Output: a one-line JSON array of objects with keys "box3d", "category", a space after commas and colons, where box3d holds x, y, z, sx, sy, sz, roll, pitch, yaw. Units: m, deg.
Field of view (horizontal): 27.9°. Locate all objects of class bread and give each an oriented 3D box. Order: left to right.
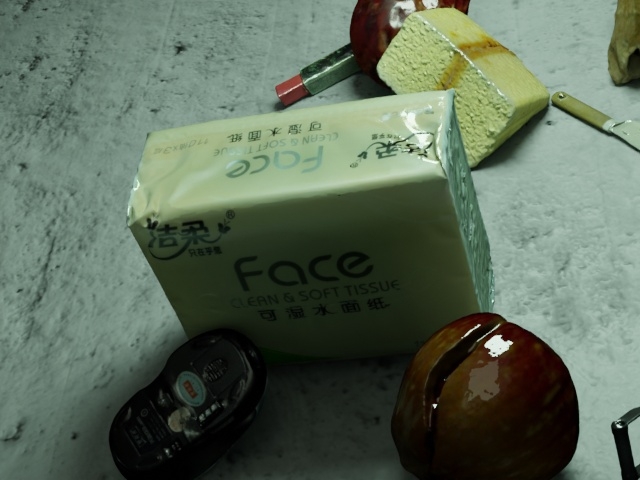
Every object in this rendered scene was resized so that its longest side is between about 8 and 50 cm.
[{"box3d": [0.232, -0.244, 2.011, 0.240, 0.135, 0.178, 47, 34, 17], "category": "bread"}]

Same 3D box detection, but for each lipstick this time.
[{"box3d": [0.056, -0.318, 2.238, 0.312, 0.051, 0.051, -30, 41, -11], "category": "lipstick"}]

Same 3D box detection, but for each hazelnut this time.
[{"box3d": [0.184, 0.198, 1.443, 0.218, 0.234, 0.218, 0, 79, -3], "category": "hazelnut"}]

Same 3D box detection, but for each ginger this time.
[{"box3d": [0.509, -0.372, 1.980, 0.130, 0.276, 0.221, 3, 21, -36], "category": "ginger"}]

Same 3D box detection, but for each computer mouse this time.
[{"box3d": [-0.159, 0.216, 1.629, 0.233, 0.096, 0.137, -39, 50, 5], "category": "computer mouse"}]

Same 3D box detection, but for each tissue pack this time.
[{"box3d": [0.000, 0.000, 1.651, 0.404, 0.332, 0.205, -8, 43, 13], "category": "tissue pack"}]

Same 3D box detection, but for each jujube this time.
[{"box3d": [0.149, -0.368, 2.144, 0.183, 0.183, 0.243, 11, 67, 32], "category": "jujube"}]

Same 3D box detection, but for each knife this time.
[{"box3d": [0.452, -0.167, 1.918, 0.047, 0.017, 0.298, -26, 38, -19], "category": "knife"}]

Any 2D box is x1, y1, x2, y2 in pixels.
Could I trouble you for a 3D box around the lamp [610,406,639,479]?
[{"box3d": [0.454, 0.193, 1.404, 0.227, 0.147, 0.172, -1, 28, 32], "category": "lamp"}]
